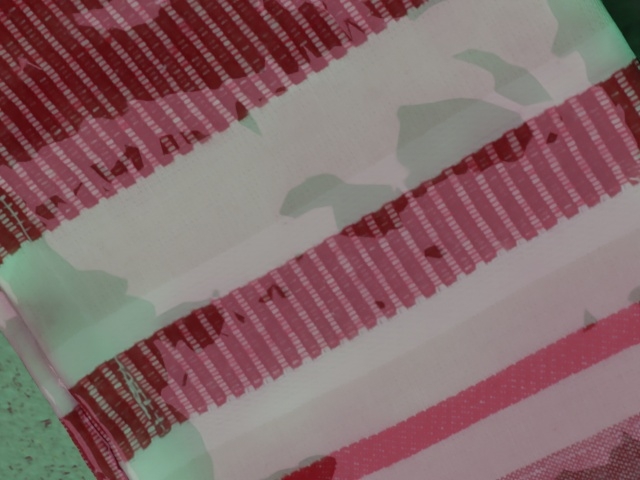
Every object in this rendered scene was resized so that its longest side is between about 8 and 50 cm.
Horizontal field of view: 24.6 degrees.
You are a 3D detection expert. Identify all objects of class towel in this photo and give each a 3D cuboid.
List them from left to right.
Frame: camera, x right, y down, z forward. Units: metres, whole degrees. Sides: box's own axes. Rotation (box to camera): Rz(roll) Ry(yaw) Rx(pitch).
[{"bbox_3d":[0.000,0.000,0.488,0.237,0.037,0.329,-30,98,17],"label":"towel"}]
